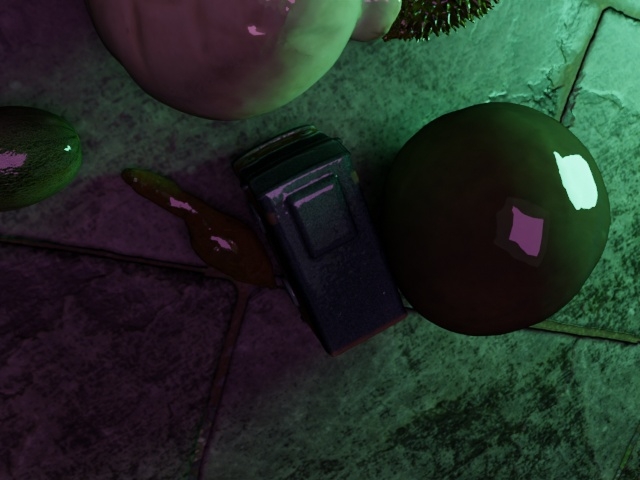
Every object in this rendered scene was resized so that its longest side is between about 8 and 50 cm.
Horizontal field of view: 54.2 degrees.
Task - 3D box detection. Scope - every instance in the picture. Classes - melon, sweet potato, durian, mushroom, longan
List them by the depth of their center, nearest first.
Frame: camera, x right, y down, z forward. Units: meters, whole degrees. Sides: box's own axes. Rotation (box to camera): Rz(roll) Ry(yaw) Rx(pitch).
[{"bbox_3d":[-0.068,-0.272,0.631,0.355,0.315,0.315,12,105,-11],"label":"mushroom"},{"bbox_3d":[-0.353,-0.090,0.695,0.167,0.114,0.114,-14,114,-16],"label":"melon"},{"bbox_3d":[0.174,-0.338,0.793,0.220,0.095,0.137,-21,119,-1],"label":"durian"},{"bbox_3d":[-0.144,-0.011,0.827,0.269,0.075,0.075,40,92,-24],"label":"sweet potato"},{"bbox_3d":[0.226,-0.023,0.843,0.318,0.319,0.319,-7,111,-18],"label":"longan"}]

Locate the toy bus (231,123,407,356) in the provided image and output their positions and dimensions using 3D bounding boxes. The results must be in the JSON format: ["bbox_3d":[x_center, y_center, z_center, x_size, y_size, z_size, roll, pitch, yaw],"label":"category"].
[{"bbox_3d":[0.000,0.000,0.831,0.138,0.167,0.275,-27,115,-9],"label":"toy bus"}]
